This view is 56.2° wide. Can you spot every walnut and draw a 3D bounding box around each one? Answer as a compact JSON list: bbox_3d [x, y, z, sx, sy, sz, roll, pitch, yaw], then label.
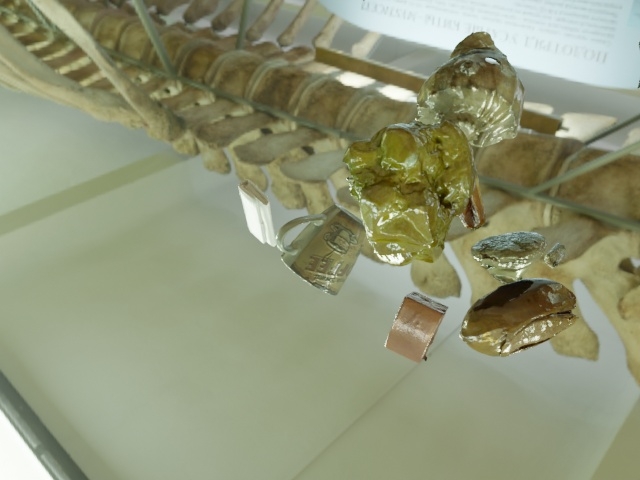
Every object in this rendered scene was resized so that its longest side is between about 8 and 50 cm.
[{"bbox_3d":[0.378,0.145,1.142,0.245,0.137,0.137,-20,-141,-13],"label":"walnut"}]

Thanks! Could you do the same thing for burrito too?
[{"bbox_3d":[0.762,0.048,1.940,0.042,0.051,0.171,-30,176,39],"label":"burrito"}]

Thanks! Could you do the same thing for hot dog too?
[{"bbox_3d":[0.390,-0.117,1.584,0.072,0.188,0.055,-10,-167,26],"label":"hot dog"}]

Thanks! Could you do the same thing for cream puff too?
[{"bbox_3d":[0.200,-0.094,1.215,0.274,0.323,0.269,-28,-101,3],"label":"cream puff"}]

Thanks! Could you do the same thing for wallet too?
[{"bbox_3d":[-0.095,-0.039,0.927,0.061,0.122,0.025,38,-114,22],"label":"wallet"}]

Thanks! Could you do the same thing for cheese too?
[{"bbox_3d":[0.282,0.215,1.669,0.128,0.177,0.203,27,-114,14],"label":"cheese"}]

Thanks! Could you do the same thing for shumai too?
[{"bbox_3d":[0.483,0.052,1.542,0.201,0.120,0.201,-11,-168,2],"label":"shumai"}]

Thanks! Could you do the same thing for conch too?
[{"bbox_3d":[0.375,-0.353,1.422,0.263,0.324,0.186,19,178,-10],"label":"conch"}]

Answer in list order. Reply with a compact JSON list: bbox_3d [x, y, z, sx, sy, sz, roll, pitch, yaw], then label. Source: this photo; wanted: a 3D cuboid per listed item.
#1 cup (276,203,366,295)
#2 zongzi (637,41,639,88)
[{"bbox_3d":[0.000,0.000,1.958,0.301,0.257,0.227,28,-173,-35],"label":"cup"},{"bbox_3d":[0.567,-0.309,1.013,0.083,0.073,0.067,-23,-170,22],"label":"zongzi"}]
